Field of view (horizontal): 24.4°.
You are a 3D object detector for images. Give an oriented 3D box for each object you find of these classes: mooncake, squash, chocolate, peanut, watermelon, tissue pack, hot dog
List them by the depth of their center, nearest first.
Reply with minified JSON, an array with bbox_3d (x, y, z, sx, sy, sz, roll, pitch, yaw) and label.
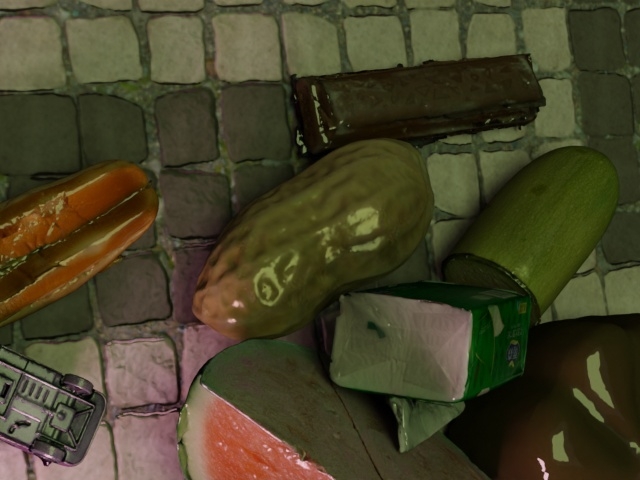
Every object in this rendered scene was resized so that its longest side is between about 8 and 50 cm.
[{"bbox_3d":[-0.267,0.002,1.441,0.269,0.072,0.109,-30,101,-27],"label":"hot dog"},{"bbox_3d":[-0.014,0.263,1.500,0.292,0.319,0.222,37,106,9],"label":"watermelon"},{"bbox_3d":[0.116,0.127,1.549,0.209,0.148,0.156,-7,105,-66],"label":"tissue pack"},{"bbox_3d":[0.000,0.000,1.552,0.313,0.152,0.152,-30,100,-27],"label":"peanut"},{"bbox_3d":[0.119,-0.158,1.685,0.329,0.065,0.102,-10,90,-29],"label":"chocolate"},{"bbox_3d":[0.342,0.264,1.689,0.378,0.201,0.378,4,82,-30],"label":"mooncake"},{"bbox_3d":[0.259,-0.021,1.716,0.132,0.132,0.247,49,62,-17],"label":"squash"}]

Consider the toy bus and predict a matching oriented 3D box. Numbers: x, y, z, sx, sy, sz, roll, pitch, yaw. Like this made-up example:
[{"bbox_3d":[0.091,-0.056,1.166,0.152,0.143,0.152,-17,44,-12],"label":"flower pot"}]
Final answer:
[{"bbox_3d":[-0.299,0.146,1.394,0.178,0.098,0.087,29,70,-21],"label":"toy bus"}]
